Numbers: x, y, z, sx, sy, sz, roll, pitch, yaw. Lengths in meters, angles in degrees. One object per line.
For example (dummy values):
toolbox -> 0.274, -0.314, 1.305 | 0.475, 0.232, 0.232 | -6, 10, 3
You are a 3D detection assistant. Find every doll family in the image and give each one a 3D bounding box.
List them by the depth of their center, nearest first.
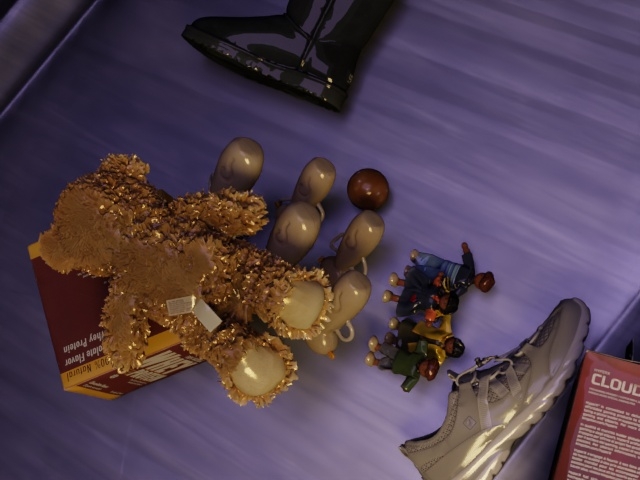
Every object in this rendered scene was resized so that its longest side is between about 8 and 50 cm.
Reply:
doll family -> 0.135, 0.089, 1.164 | 0.111, 0.076, 0.193 | 11, 84, 36

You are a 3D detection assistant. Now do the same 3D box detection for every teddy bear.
teddy bear -> -0.147, 0.043, 1.103 | 0.338, 0.113, 0.245 | 14, 94, 13

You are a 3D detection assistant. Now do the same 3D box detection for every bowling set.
bowling set -> 0.000, 0.000, 1.208 | 0.287, 0.200, 0.154 | 53, 135, 23

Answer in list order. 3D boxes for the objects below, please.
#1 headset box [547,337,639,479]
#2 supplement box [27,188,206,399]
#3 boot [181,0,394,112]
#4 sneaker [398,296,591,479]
headset box -> 0.295, 0.248, 1.010 | 0.110, 0.218, 0.293 | 15, 81, 15
supplement box -> -0.235, 0.073, 1.232 | 0.191, 0.129, 0.194 | -23, 72, 7
boot -> -0.036, -0.306, 1.294 | 0.246, 0.094, 0.207 | 23, 86, 11
sneaker -> 0.200, 0.170, 1.107 | 0.115, 0.105, 0.281 | 38, 88, 13
